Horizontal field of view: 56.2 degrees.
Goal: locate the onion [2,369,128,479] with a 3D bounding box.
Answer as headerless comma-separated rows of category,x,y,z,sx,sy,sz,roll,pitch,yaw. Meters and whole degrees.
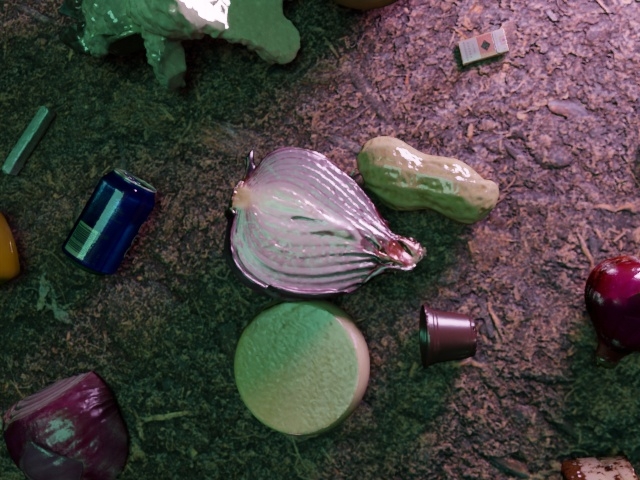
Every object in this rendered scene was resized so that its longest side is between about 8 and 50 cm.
onion,-0.521,0.402,1.187,0.250,0.111,0.247,-27,79,8

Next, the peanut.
peanut,0.182,-0.100,1.060,0.257,0.123,0.123,23,91,10

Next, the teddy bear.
teddy bear,-0.288,-0.453,1.202,0.362,0.375,0.327,-5,83,55

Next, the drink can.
drink can,-0.416,-0.037,1.191,0.118,0.118,0.205,33,93,13

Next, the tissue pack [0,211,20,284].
tissue pack,-0.709,0.016,1.254,0.123,0.127,0.178,-23,82,3

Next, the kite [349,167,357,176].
kite,0.036,-0.109,1.149,0.044,0.002,0.078,21,92,14

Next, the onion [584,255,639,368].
onion,0.501,0.126,0.955,0.173,0.135,0.198,25,94,17

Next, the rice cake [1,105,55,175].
rice cake,-0.631,-0.215,1.297,0.029,0.033,0.170,34,93,10

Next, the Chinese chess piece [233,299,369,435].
Chinese chess piece,-0.033,0.225,1.092,0.251,0.097,0.250,-1,85,14

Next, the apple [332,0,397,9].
apple,0.088,-0.558,1.055,0.258,0.233,0.295,37,99,29

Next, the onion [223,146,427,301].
onion,0.000,0.000,1.075,0.349,0.159,0.267,23,77,-2

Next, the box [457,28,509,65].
box,0.298,-0.355,1.101,0.083,0.012,0.046,-14,82,13

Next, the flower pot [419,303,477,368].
flower pot,0.222,0.167,1.038,0.089,0.111,0.111,0,86,2

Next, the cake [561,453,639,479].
cake,0.465,0.475,0.936,0.112,0.135,0.246,-13,83,11
